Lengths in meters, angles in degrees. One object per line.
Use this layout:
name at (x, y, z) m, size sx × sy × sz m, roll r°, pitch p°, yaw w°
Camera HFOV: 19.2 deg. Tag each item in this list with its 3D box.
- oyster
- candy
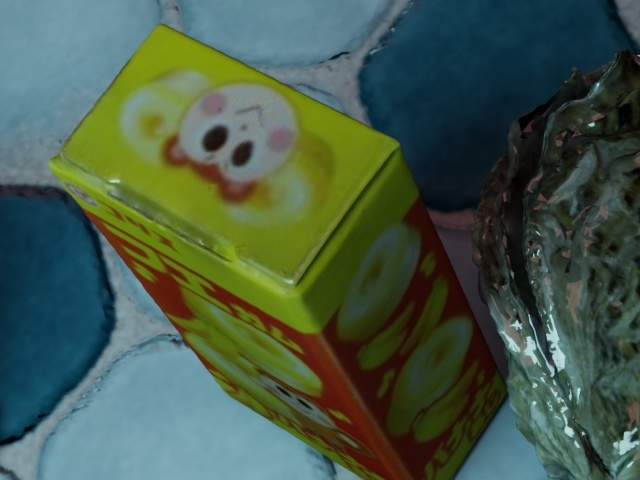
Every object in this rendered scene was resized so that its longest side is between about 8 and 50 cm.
oyster at (0.168, 0.013, 0.973) m, size 0.198 × 0.112 × 0.268 m, roll 39°, pitch 69°, yaw 8°
candy at (-0.009, 0.023, 0.909) m, size 0.146 × 0.276 × 0.088 m, roll 29°, pitch 75°, yaw 29°
